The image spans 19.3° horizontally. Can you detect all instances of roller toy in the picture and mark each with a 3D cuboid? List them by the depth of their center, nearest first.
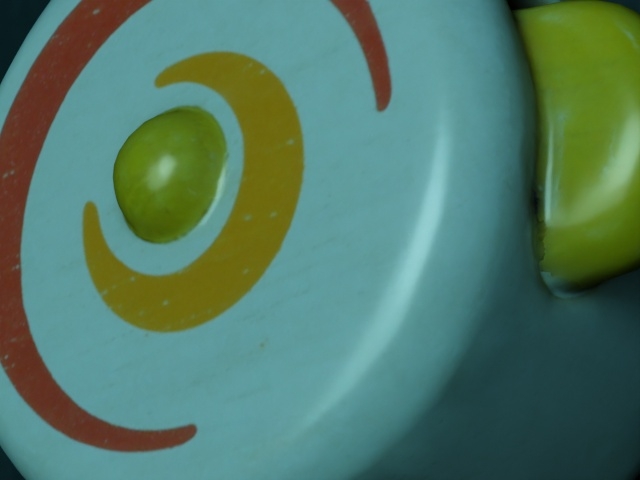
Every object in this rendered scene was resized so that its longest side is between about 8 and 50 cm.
[{"bbox_3d":[0.000,0.000,0.527,0.209,0.146,0.191,37,99,40],"label":"roller toy"}]
